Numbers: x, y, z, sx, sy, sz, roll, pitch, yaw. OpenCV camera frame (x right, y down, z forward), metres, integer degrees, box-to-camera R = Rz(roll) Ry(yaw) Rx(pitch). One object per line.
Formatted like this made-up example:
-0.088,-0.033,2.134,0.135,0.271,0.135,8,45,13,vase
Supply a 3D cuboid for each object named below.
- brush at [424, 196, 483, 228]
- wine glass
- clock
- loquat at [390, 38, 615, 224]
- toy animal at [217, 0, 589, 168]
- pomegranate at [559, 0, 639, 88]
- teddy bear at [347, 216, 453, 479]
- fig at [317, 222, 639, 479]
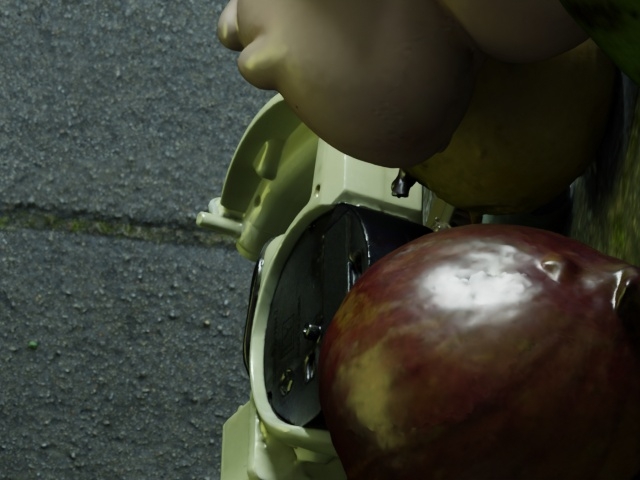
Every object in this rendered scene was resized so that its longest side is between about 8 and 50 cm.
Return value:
0.150,-0.067,1.642,0.060,0.050,0.321,-83,8,-51,brush
0.147,0.004,1.300,0.198,0.066,0.066,103,172,-63,wine glass
0.000,0.000,1.278,0.276,0.120,0.379,-47,34,47,clock
0.121,-0.109,1.124,0.204,0.149,0.172,-61,19,19,loquat
0.064,-0.151,0.966,0.210,0.229,0.221,-110,27,-64,toy animal
0.147,-0.128,0.492,0.224,0.181,0.181,-43,-38,-63,pomegranate
0.094,0.107,1.311,0.129,0.182,0.251,-22,-49,-48,teddy bear
0.105,0.080,0.871,0.205,0.205,0.205,-175,90,-88,fig
